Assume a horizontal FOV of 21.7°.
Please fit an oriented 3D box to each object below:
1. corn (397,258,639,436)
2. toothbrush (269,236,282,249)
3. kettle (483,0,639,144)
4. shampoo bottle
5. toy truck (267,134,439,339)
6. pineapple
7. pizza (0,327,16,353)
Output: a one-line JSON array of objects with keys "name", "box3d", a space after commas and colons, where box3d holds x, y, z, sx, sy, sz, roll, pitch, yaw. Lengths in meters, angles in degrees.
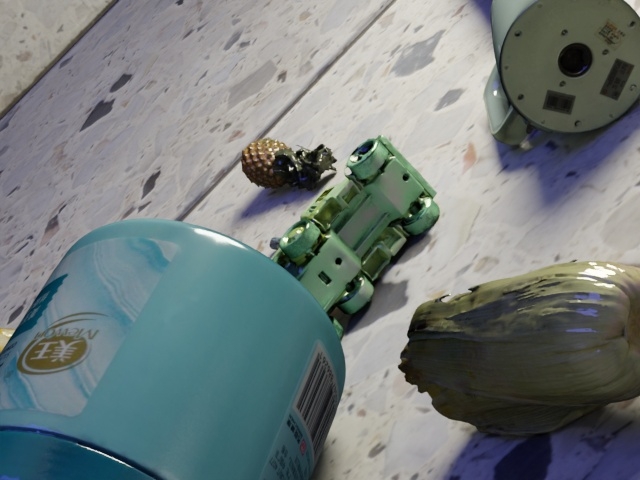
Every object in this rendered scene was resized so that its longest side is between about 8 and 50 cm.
[{"name": "corn", "box3d": [0.183, 0.091, 1.446, 0.305, 0.123, 0.122, -23, 43, 58]}, {"name": "toothbrush", "box3d": [0.000, 0.000, 2.045, 0.219, 0.016, 0.019, -4, 45, 57]}, {"name": "kettle", "box3d": [0.251, -0.204, 1.857, 0.243, 0.160, 0.210, -98, 28, -70]}, {"name": "shampoo bottle", "box3d": [-0.173, 0.203, 1.602, 0.331, 0.331, 0.342, -22, 30, 41]}, {"name": "toy truck", "box3d": [0.007, 0.002, 1.895, 0.259, 0.128, 0.135, -49, 23, -12]}, {"name": "pineapple", "box3d": [-0.040, -0.102, 2.224, 0.159, 0.074, 0.074, 7, 55, 51]}, {"name": "pizza", "box3d": [-0.279, 0.142, 2.014, 0.189, 0.297, 0.071, 30, 114, 51]}]
